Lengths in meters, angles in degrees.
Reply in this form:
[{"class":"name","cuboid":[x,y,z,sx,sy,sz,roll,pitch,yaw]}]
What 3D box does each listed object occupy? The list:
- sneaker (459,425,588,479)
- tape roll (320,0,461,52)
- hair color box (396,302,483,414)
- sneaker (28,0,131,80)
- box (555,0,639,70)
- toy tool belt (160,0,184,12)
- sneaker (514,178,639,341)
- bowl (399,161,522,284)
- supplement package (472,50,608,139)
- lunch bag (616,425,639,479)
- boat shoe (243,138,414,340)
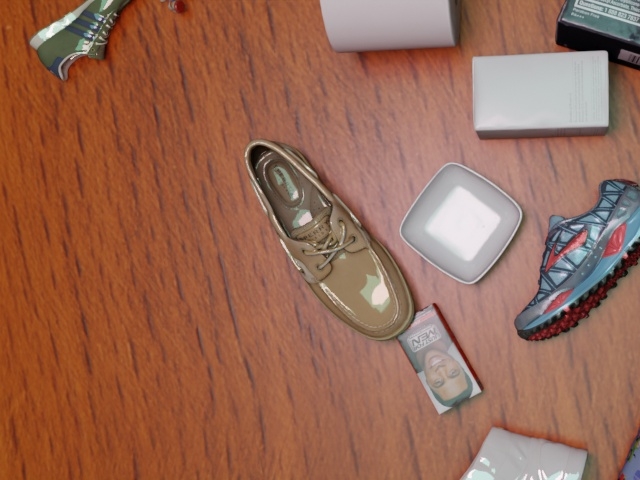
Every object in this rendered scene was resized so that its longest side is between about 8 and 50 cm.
[{"class":"sneaker","cuboid":[0.247,0.405,1.573,0.169,0.108,0.292,16,82,13]},{"class":"tape roll","cuboid":[0.098,-0.380,1.552,0.169,0.246,0.246,-2,88,12]},{"class":"hair color box","cuboid":[0.165,0.167,1.622,0.072,0.043,0.141,-31,83,10]},{"class":"sneaker","cuboid":[-0.343,-0.315,1.738,0.192,0.064,0.086,-31,90,9]},{"class":"box","cuboid":[0.498,-0.364,1.499,0.296,0.183,0.294,21,94,10]},{"class":"toy tool belt","cuboid":[-0.221,-0.381,1.723,0.051,0.052,0.083,6,86,43]},{"class":"sneaker","cuboid":[0.351,0.025,1.576,0.262,0.104,0.125,-46,63,3]},{"class":"bowl","cuboid":[0.200,-0.024,1.616,0.142,0.053,0.142,37,96,11]},{"class":"supplement package","cuboid":[0.302,-0.198,1.574,0.179,0.105,0.105,-1,88,11]},{"class":"lunch bag","cuboid":[0.450,0.330,1.430,0.138,0.293,0.220,23,93,11]},{"class":"boat shoe","cuboid":[0.000,0.000,1.614,0.122,0.110,0.341,-41,75,5]}]
